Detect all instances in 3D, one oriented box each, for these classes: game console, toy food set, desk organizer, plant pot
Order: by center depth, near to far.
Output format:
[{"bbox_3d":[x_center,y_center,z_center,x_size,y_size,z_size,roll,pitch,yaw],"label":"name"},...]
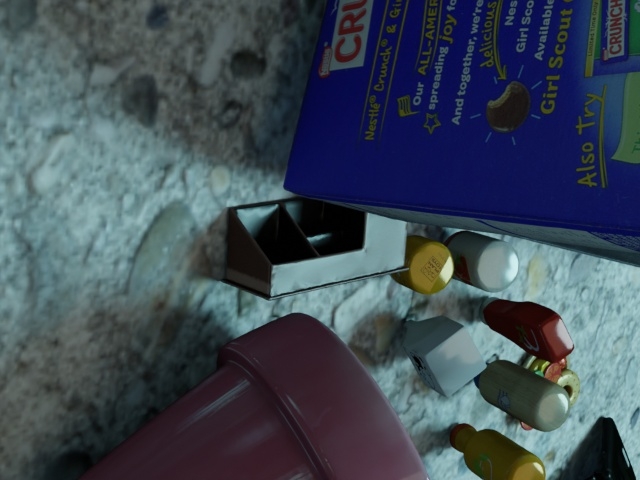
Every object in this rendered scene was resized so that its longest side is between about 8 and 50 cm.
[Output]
[{"bbox_3d":[-0.050,0.169,0.710,0.180,0.201,0.201,-25,124,-19],"label":"plant pot"},{"bbox_3d":[0.000,0.000,0.786,0.130,0.047,0.050,-10,111,-43],"label":"desk organizer"},{"bbox_3d":[0.117,0.078,0.926,0.111,0.104,0.232,-36,112,-14],"label":"toy food set"},{"bbox_3d":[0.201,0.131,1.064,0.082,0.020,0.083,-37,129,-30],"label":"toy food set"},{"bbox_3d":[0.270,0.252,1.190,0.122,0.071,0.107,60,32,-41],"label":"game console"}]

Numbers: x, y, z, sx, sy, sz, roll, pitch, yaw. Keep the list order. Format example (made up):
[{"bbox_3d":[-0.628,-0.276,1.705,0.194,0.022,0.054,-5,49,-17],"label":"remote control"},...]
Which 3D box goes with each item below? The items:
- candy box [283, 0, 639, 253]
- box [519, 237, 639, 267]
[{"bbox_3d":[0.150,-0.131,0.661,0.122,0.317,0.268,17,84,-46],"label":"candy box"},{"bbox_3d":[0.265,-0.125,0.920,0.295,0.073,0.293,13,108,-38],"label":"box"}]
